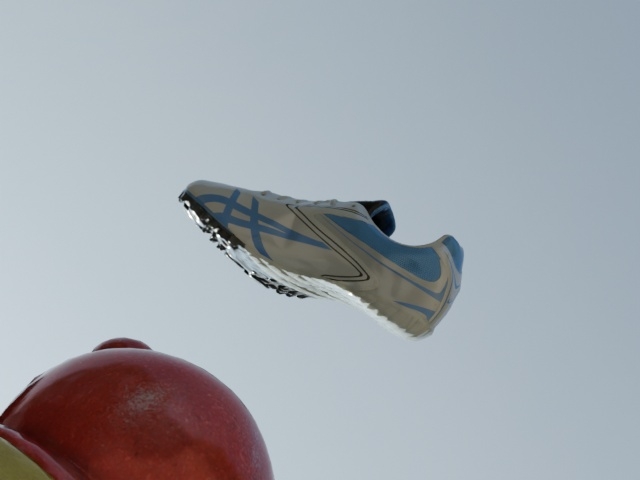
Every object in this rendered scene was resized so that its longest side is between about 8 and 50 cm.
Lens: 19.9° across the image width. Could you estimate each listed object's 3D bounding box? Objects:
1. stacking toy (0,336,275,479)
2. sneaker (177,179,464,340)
[{"bbox_3d":[-0.171,0.047,0.604,0.309,0.130,0.279,54,-46,4],"label":"stacking toy"},{"bbox_3d":[0.000,0.000,1.330,0.237,0.085,0.086,22,-109,30],"label":"sneaker"}]
